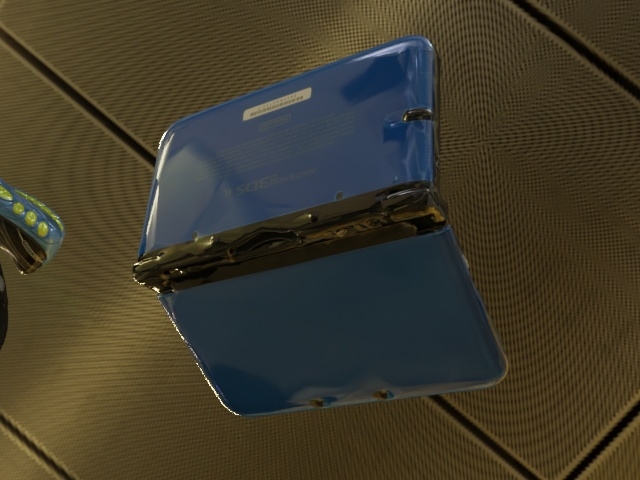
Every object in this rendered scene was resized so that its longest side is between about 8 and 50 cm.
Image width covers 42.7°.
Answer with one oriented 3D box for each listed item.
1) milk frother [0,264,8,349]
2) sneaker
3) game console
[{"bbox_3d":[-0.259,0.076,0.480,0.134,0.143,0.129,-10,-44,1],"label":"milk frother"},{"bbox_3d":[-0.340,-0.035,0.801,0.188,0.067,0.078,37,-73,2],"label":"sneaker"},{"bbox_3d":[0.000,0.000,0.725,0.293,0.173,0.250,-13,-124,29],"label":"game console"}]
